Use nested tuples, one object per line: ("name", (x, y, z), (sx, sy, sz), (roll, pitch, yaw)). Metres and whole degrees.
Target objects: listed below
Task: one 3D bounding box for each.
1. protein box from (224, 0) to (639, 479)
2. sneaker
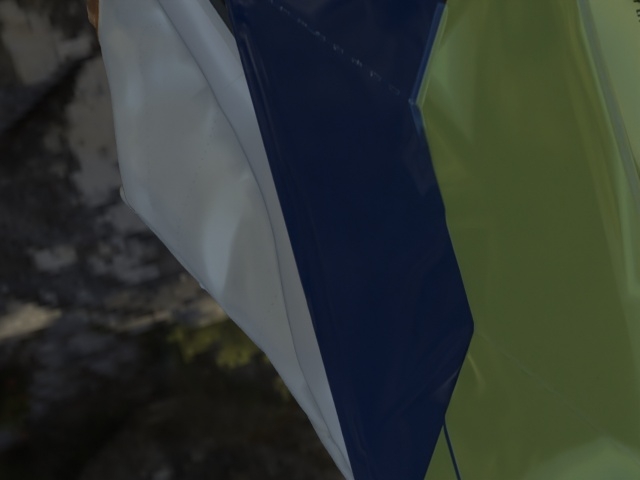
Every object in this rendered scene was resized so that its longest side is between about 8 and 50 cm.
("protein box", (0.108, -0.019, 0.591), (0.201, 0.200, 0.136), (-10, 172, -40))
("sneaker", (0.000, 0.000, 0.729), (0.106, 0.290, 0.123), (-15, 164, -34))
